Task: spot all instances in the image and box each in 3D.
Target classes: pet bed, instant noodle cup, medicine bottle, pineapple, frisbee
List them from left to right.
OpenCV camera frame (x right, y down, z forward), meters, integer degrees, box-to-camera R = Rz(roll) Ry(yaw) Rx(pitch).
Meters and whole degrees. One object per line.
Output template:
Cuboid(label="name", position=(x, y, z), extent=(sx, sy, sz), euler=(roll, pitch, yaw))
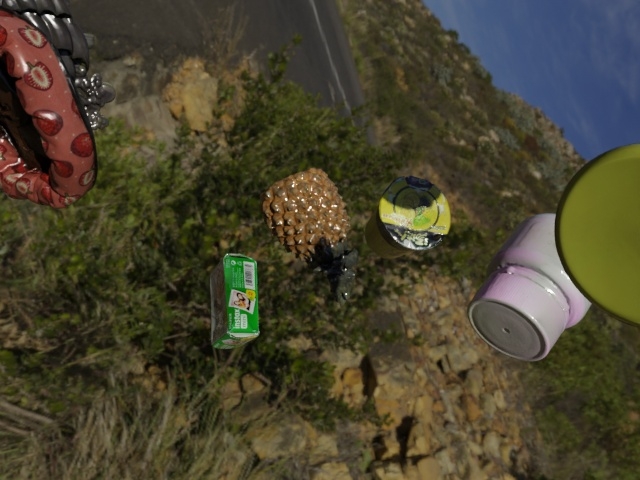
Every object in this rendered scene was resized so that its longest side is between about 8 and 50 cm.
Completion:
Cuboid(label="pet bed", position=(-0.287, -0.118, 0.535), extent=(0.053, 0.201, 0.201), euler=(-47, 129, -41))
Cuboid(label="pineapple", position=(0.002, -0.001, 1.501), extent=(0.357, 0.223, 0.223), euler=(61, 4, 10))
Cuboid(label="instant noodle cup", position=(0.231, -0.048, 1.657), extent=(0.236, 0.215, 0.215), euler=(134, -55, -69))
Cuboid(label="medicine bottle", position=(0.505, 0.108, 1.342), extent=(0.241, 0.302, 0.241), euler=(32, -32, 23))
Cuboid(label="frisbee", position=(0.394, 0.000, 0.700), extent=(0.236, 0.017, 0.236), euler=(24, -58, 46))

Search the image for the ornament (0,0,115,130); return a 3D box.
Cuboid(label="ornament", position=(-0.424, -0.255, 0.834), extent=(0.106, 0.260, 0.251), euler=(33, -57, 46))

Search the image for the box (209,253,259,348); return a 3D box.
Cuboid(label="box", position=(-0.251, 0.180, 1.662), extent=(0.180, 0.103, 0.250), euler=(137, -47, -55))
